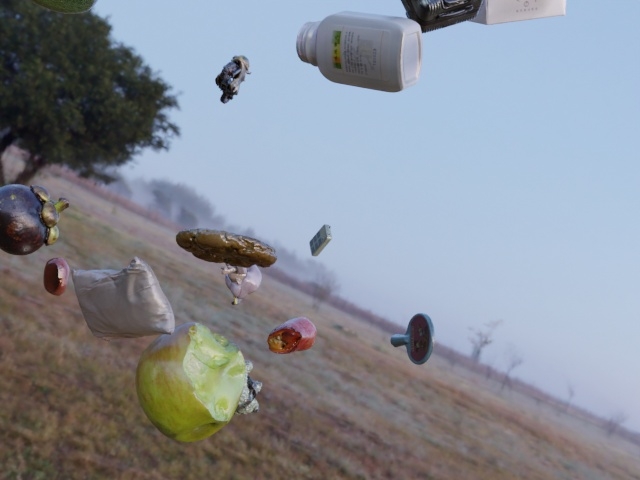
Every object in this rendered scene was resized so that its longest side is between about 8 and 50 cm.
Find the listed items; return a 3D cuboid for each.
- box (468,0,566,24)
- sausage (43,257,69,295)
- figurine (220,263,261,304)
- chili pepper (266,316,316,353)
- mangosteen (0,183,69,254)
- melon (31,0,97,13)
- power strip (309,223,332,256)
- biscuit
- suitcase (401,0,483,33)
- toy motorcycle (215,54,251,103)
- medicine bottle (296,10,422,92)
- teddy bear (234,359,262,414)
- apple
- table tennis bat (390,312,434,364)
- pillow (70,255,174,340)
[{"bbox_3d":[0.560,-0.709,2.219,0.261,0.111,0.194,-8,23,-13],"label":"box"},{"bbox_3d":[-0.644,0.088,1.836,0.059,0.094,0.054,5,1,9],"label":"sausage"},{"bbox_3d":[-0.234,0.092,2.203,0.112,0.137,0.228,-7,-44,8],"label":"figurine"},{"bbox_3d":[-0.054,0.223,1.792,0.086,0.084,0.192,14,8,19],"label":"chili pepper"},{"bbox_3d":[-0.772,-0.062,1.994,0.217,0.192,0.192,-15,-2,-10],"label":"mangosteen"},{"bbox_3d":[-0.807,-0.802,2.344,0.182,0.182,0.288,16,6,40],"label":"melon"},{"bbox_3d":[0.000,0.000,1.703,0.016,0.040,0.090,5,-34,-27],"label":"power strip"},{"bbox_3d":[-0.196,0.020,1.567,0.226,0.042,0.226,9,-12,2],"label":"biscuit"},{"bbox_3d":[0.293,-0.708,1.983,0.202,0.312,0.128,-19,-19,-9],"label":"suitcase"},{"bbox_3d":[-0.304,-0.571,2.653,0.094,0.129,0.229,36,-20,6],"label":"toy motorcycle"},{"bbox_3d":[0.094,-0.486,1.917,0.324,0.179,0.124,16,33,32],"label":"medicine bottle"},{"bbox_3d":[-0.236,0.462,2.244,0.133,0.213,0.111,-14,33,1],"label":"teddy bear"},{"bbox_3d":[-0.281,0.319,1.660,0.246,0.246,0.226,30,30,-43],"label":"apple"},{"bbox_3d":[0.279,0.298,2.265,0.040,0.152,0.244,8,-12,-21],"label":"table tennis bat"},{"bbox_3d":[-0.414,0.123,1.558,0.270,0.173,0.067,-12,7,40],"label":"pillow"}]
